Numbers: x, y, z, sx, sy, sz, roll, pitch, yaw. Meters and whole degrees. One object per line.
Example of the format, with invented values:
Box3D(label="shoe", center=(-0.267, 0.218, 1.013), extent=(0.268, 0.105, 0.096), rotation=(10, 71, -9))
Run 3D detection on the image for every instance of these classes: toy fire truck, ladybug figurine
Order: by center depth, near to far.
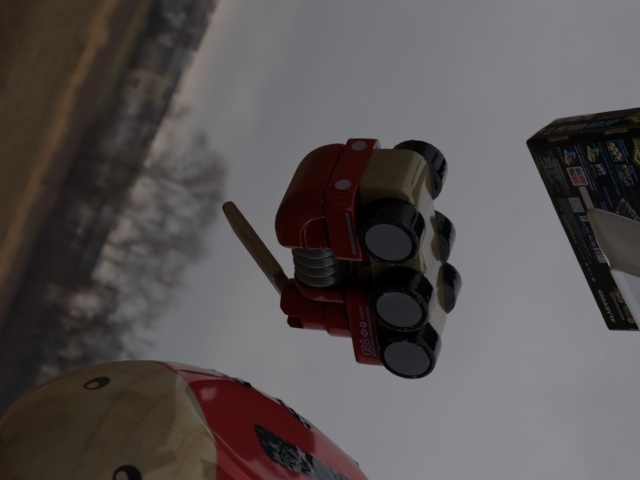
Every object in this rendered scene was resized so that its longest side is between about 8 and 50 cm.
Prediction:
Box3D(label="ladybug figurine", center=(-0.075, 0.230, 1.396), extent=(0.162, 0.449, 0.305), rotation=(-40, -128, 14))
Box3D(label="toy fire truck", center=(0.000, 0.000, 1.581), extent=(0.158, 0.246, 0.217), rotation=(-68, 155, -46))

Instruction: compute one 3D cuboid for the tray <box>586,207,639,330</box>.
Box3D(label="tray", center=(0.280, 0.076, 1.202), extent=(0.030, 0.145, 0.270), rotation=(-56, 143, -16))

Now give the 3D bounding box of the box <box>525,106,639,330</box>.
Box3D(label="box", center=(0.306, -0.017, 1.585), extent=(0.051, 0.220, 0.175), rotation=(-34, -164, -29))
